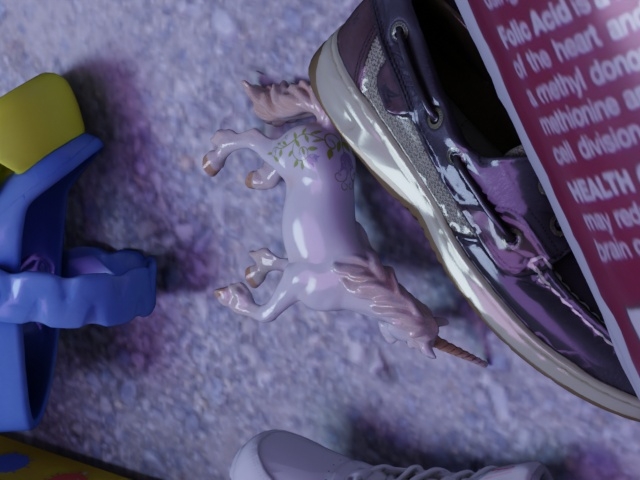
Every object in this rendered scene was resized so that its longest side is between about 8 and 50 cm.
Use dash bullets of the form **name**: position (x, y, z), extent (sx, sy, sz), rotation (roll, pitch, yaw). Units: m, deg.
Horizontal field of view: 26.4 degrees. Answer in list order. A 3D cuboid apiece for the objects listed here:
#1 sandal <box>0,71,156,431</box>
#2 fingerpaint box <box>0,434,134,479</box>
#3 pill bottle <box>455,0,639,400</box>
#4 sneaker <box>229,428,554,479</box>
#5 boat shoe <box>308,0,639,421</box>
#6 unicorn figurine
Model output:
- **sandal**: position (-0.208, 0.063, 0.762), extent (0.138, 0.126, 0.317), rotation (43, 107, -3)
- **fingerpaint box**: position (-0.154, 0.336, 0.857), extent (0.445, 0.163, 0.371), rotation (9, 115, 36)
- **pill bottle**: position (0.131, -0.136, 0.386), extent (0.224, 0.224, 0.392), rotation (-20, 98, 41)
- **sneaker**: position (0.065, 0.140, 0.666), extent (0.232, 0.090, 0.115), rotation (27, 118, 15)
- **boat shoe**: position (0.085, -0.023, 0.569), extent (0.223, 0.080, 0.073), rotation (49, 136, 15)
- **unicorn figurine**: position (0.000, 0.000, 0.657), extent (0.111, 0.060, 0.161), rotation (-6, 107, 39)
